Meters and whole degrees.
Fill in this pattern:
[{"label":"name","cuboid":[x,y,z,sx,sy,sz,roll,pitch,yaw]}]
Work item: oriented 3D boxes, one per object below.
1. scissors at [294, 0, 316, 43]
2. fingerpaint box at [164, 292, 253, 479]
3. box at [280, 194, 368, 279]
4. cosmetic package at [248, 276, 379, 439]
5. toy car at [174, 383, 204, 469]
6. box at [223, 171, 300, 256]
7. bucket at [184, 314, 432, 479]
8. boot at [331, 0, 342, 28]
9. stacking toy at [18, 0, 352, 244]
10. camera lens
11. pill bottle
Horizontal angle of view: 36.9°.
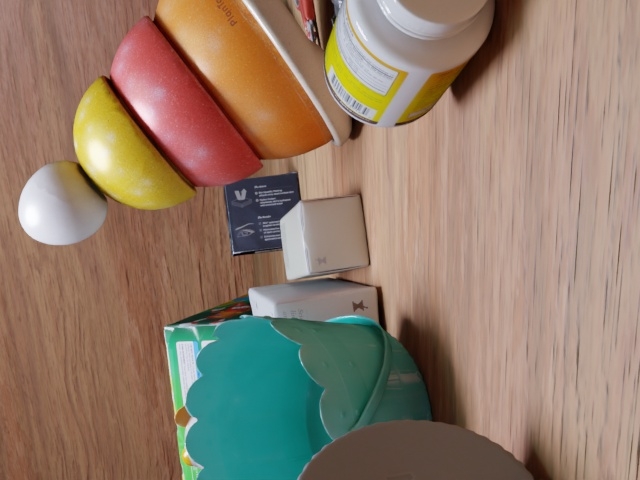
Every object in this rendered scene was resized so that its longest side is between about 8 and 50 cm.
[{"label":"scissors","cuboid":[-0.018,-0.356,1.569,0.109,0.021,0.297,98,164,-54]},{"label":"fingerpaint box","cuboid":[-0.116,0.341,1.827,0.371,0.163,0.445,-16,-79,-69]},{"label":"box","cuboid":[0.000,0.000,1.490,0.275,0.094,0.113,162,100,-81]},{"label":"cosmetic package","cuboid":[-0.010,0.175,1.478,0.385,0.156,0.217,170,92,-82]},{"label":"toy car","cuboid":[-0.142,0.314,1.353,0.238,0.210,0.219,62,162,-2]},{"label":"box","cuboid":[-0.120,-0.054,2.031,0.093,0.156,0.158,145,118,-81]},{"label":"bucket","cuboid":[-0.014,0.217,1.137,0.281,0.183,0.281,-3,86,50]},{"label":"boot","cuboid":[0.052,-0.277,0.950,0.338,0.118,0.223,-82,-16,-80]},{"label":"stacking toy","cuboid":[-0.228,-0.166,1.351,0.350,0.480,0.350,55,-179,-1]},{"label":"camera lens","cuboid":[0.077,0.319,0.801,0.219,0.219,0.274,-111,16,-58]},{"label":"pill bottle","cuboid":[0.072,-0.177,0.795,0.215,0.117,0.117,128,135,-77]}]
